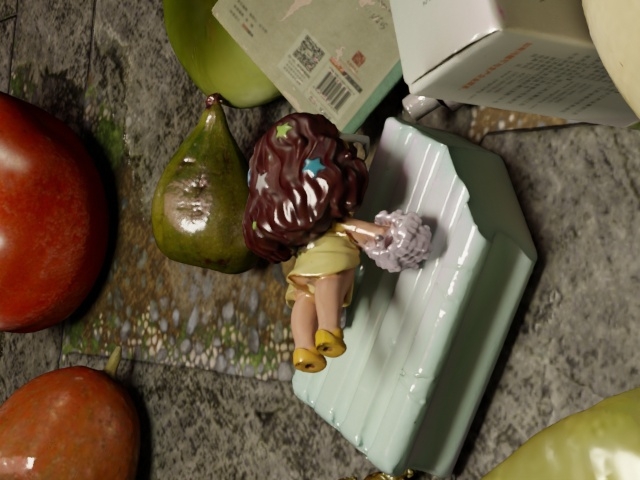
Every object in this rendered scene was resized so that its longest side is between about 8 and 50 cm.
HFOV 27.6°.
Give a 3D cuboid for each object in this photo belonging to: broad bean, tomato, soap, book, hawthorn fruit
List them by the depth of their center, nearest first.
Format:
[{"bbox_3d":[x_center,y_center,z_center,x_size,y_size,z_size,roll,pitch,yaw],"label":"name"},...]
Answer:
[{"bbox_3d":[0.091,0.052,1.193,0.173,0.095,0.289,34,110,49],"label":"soap"},{"bbox_3d":[0.032,-0.255,1.264,0.215,0.025,0.282,51,120,13],"label":"book"},{"bbox_3d":[-0.090,-0.280,1.450,0.238,0.119,0.291,-55,47,29],"label":"broad bean"},{"bbox_3d":[-0.306,0.240,1.586,0.199,0.199,0.251,5,64,51],"label":"hawthorn fruit"},{"bbox_3d":[-0.436,-0.043,1.711,0.290,0.293,0.325,-52,41,12],"label":"tomato"}]

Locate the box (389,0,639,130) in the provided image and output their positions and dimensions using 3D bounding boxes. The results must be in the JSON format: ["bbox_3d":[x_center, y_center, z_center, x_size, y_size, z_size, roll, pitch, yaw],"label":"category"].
[{"bbox_3d":[0.193,-0.196,0.947,0.106,0.299,0.200,-35,58,52],"label":"box"}]

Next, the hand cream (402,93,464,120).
[{"bbox_3d":[0.169,-0.201,1.180,0.257,0.050,0.084,-48,50,23],"label":"hand cream"}]

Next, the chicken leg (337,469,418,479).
[{"bbox_3d":[0.028,0.261,1.262,0.178,0.070,0.093,-49,43,24],"label":"chicken leg"}]

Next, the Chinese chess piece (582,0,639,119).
[{"bbox_3d":[0.325,-0.181,0.781,0.140,0.338,0.338,81,-178,-72],"label":"Chinese chess piece"}]

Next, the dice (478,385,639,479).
[{"bbox_3d":[0.241,0.239,0.871,0.238,0.233,0.227,-50,50,33],"label":"dice"}]

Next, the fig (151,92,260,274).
[{"bbox_3d":[-0.110,-0.056,1.441,0.133,0.126,0.185,12,79,31],"label":"fig"}]

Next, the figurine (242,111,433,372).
[{"bbox_3d":[-0.001,-0.002,1.148,0.175,0.116,0.240,-38,55,42],"label":"figurine"}]
